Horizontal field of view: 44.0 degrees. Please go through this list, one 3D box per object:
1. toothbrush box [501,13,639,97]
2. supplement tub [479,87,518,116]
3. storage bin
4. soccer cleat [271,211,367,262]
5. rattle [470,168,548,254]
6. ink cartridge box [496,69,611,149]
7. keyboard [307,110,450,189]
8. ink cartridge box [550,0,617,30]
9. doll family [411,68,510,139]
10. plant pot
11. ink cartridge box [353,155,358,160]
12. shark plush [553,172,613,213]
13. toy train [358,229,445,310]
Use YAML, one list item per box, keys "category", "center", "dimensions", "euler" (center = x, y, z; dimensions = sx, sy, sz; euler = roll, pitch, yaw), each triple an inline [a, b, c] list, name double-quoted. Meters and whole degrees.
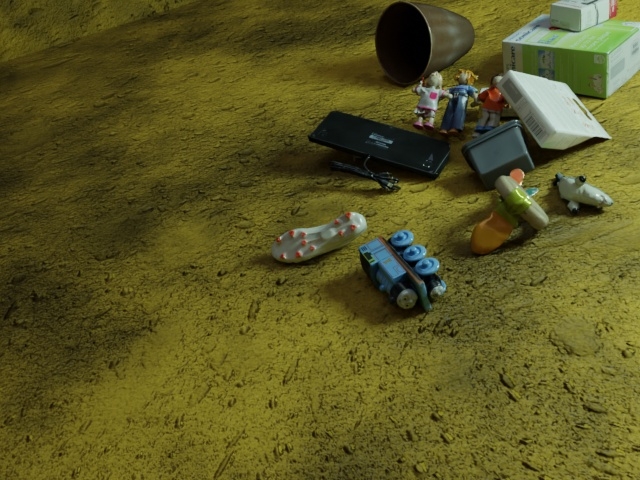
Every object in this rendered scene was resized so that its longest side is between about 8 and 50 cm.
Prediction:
- category: "toothbrush box"
  center: [0.630, -0.466, 1.980]
  dimensions: [0.283, 0.122, 0.206]
  euler: [19, 43, 41]
- category: "supplement tub"
  center: [0.435, -0.328, 1.880]
  dimensions: [0.107, 0.071, 0.071]
  euler: [4, 36, 21]
- category: "storage bin"
  center: [0.373, -0.165, 1.635]
  dimensions: [0.135, 0.098, 0.091]
  euler: [-25, 45, 16]
- category: "soccer cleat"
  center: [0.000, 0.000, 1.544]
  dimensions: [0.196, 0.076, 0.068]
  euler: [-20, 71, 14]
- category: "rattle"
  center: [0.354, -0.054, 1.521]
  dimensions: [0.130, 0.143, 0.200]
  euler: [23, 20, -9]
- category: "ink cartridge box"
  center: [0.499, -0.273, 1.696]
  dimensions: [0.224, 0.056, 0.181]
  euler: [1, 51, -44]
- category: "keyboard"
  center: [0.118, -0.193, 1.767]
  dimensions: [0.317, 0.033, 0.201]
  euler: [19, 50, 23]
- category: "ink cartridge box"
  center: [0.654, -0.573, 1.972]
  dimensions: [0.135, 0.056, 0.099]
  euler: [-26, 35, -26]
- category: "doll family"
  center: [0.342, -0.317, 1.825]
  dimensions: [0.263, 0.118, 0.163]
  euler: [11, 81, 37]
- category: "plant pot"
  center: [0.305, -0.550, 2.165]
  dimensions: [0.230, 0.215, 0.215]
  euler: [-18, 30, -35]
- category: "ink cartridge box"
  center: [0.096, -0.225, 1.856]
  dimensions: [0.028, 0.048, 0.083]
  euler: [-1, 36, 17]
- category: "shark plush"
  center: [0.500, -0.094, 1.548]
  dimensions: [0.067, 0.073, 0.161]
  euler: [2, 9, -13]
- category: "toy train"
  center: [0.144, 0.056, 1.393]
  dimensions: [0.105, 0.080, 0.184]
  euler: [-27, 37, -6]
